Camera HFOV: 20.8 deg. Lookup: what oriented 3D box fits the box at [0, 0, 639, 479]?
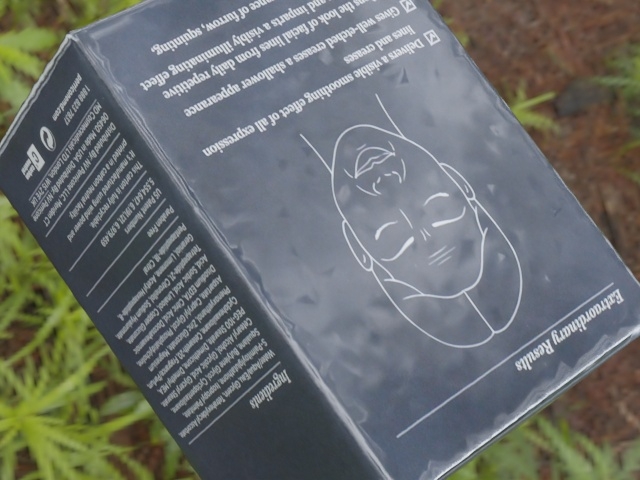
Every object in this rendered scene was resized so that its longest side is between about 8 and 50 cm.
[{"bbox_3d":[0.000,0.000,1.307,0.293,0.212,0.395,-30,81,-36],"label":"box"}]
